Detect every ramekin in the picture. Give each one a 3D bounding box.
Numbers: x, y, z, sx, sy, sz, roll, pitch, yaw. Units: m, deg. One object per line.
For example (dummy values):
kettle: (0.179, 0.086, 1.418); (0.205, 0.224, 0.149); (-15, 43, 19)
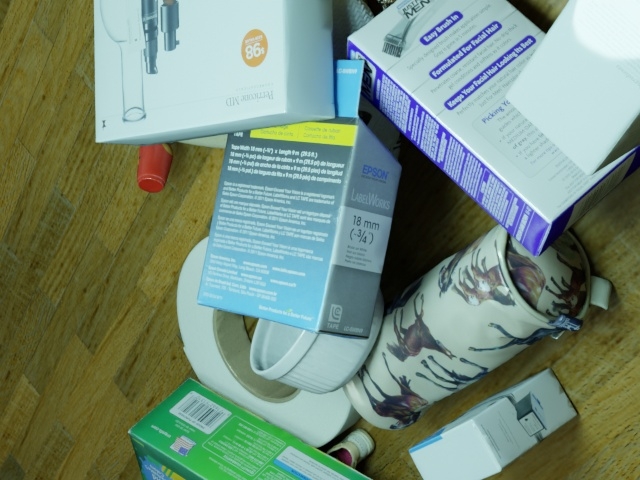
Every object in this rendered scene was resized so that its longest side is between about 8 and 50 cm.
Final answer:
ramekin: (0.000, 0.117, 1.750); (0.109, 0.207, 0.207); (29, 139, -19)

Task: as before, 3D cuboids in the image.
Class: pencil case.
pencil case: (0.192, 0.123, 1.696); (0.183, 0.160, 0.410); (37, 137, -12)

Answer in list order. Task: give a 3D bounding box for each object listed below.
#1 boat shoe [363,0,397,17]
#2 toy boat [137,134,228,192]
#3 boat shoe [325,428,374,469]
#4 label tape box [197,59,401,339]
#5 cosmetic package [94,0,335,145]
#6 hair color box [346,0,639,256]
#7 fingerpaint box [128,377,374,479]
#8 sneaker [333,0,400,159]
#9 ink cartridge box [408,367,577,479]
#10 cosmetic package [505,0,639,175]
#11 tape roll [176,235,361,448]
boat shoe: (0.090, -0.343, 1.630); (0.073, 0.073, 0.207); (-16, 99, 48)
toy boat: (-0.220, -0.207, 1.913); (0.318, 0.267, 0.148); (129, 152, -54)
boat shoe: (0.025, 0.368, 2.041); (0.063, 0.059, 0.170); (47, 134, 16)
label tape box: (-0.022, -0.059, 1.601); (0.241, 0.106, 0.333); (10, 89, 45)
cosmetic package: (-0.147, -0.279, 1.605); (0.377, 0.097, 0.284); (-4, 89, 44)
hair color box: (0.210, -0.165, 1.510); (0.339, 0.185, 0.110); (46, 163, 16)
fingerpaint box: (-0.084, 0.486, 2.068); (0.445, 0.163, 0.371); (24, 139, 33)
sneaker: (0.000, -0.218, 1.732); (0.210, 0.137, 0.366); (51, 159, 43)
ink cartridge box: (0.236, 0.262, 1.700); (0.139, 0.191, 0.082); (-36, 82, 46)
cosmetic package: (0.352, -0.218, 1.337); (0.138, 0.224, 0.224); (45, 133, 17)
tape roll: (-0.078, 0.155, 2.029); (0.392, 0.072, 0.392); (19, 122, 35)
